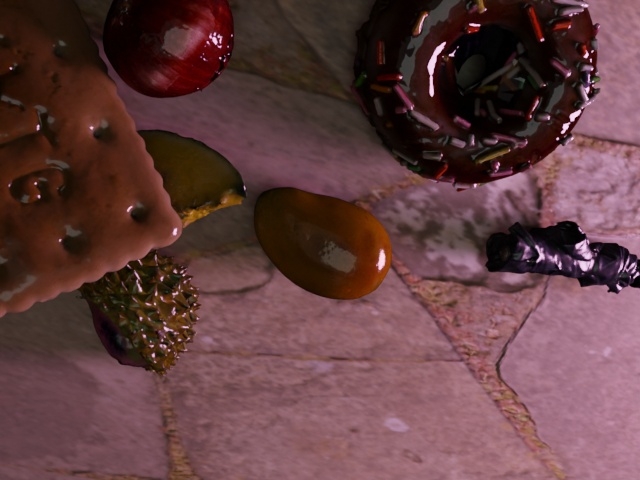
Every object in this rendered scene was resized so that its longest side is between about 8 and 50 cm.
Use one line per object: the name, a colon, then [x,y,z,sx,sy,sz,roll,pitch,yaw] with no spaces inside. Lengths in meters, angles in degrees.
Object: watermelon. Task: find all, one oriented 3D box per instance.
watermelon: [-0.227,-0.029,0.805,0.301,0.129,0.123,-20,117,-4]

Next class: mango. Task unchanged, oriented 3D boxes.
mango: [0.001,0.005,0.884,0.163,0.089,0.111,14,98,-5]

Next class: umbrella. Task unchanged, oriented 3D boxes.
umbrella: [0.311,0.018,0.956,0.224,0.080,0.071,11,75,-17]

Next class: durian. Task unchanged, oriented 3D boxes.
durian: [-0.176,0.087,0.858,0.119,0.108,0.186,-36,131,-9]

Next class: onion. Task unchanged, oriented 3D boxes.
onion: [-0.143,-0.196,0.749,0.131,0.131,0.131,-3,113,-8]

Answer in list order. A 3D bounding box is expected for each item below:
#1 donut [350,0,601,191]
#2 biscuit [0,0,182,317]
donut: [0.166,-0.179,0.827,0.270,0.103,0.269,-4,114,-9]
biscuit: [-0.278,-0.106,0.699,0.217,0.044,0.324,-24,91,-22]
